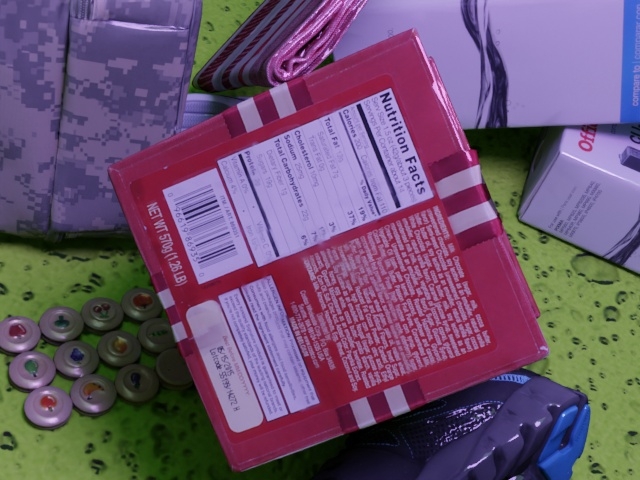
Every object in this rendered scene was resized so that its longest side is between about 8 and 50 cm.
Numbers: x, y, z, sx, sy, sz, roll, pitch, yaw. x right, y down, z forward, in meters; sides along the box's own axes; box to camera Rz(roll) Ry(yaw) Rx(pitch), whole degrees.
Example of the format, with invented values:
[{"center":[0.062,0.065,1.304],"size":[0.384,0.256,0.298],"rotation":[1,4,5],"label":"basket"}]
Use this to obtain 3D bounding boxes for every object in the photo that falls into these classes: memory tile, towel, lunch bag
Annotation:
[{"center":[-0.185,0.094,0.774],"size":[0.148,0.012,0.113],"rotation":[-13,54,-31],"label":"memory tile"},{"center":[-0.010,-0.229,0.899],"size":[0.037,0.329,0.237],"rotation":[45,82,-19],"label":"towel"},{"center":[-0.256,-0.156,0.779],"size":[0.256,0.305,0.212],"rotation":[-2,48,-24],"label":"lunch bag"}]

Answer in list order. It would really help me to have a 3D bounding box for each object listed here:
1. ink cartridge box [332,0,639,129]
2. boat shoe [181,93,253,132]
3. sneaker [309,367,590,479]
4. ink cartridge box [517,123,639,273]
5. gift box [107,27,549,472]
[{"center":[0.226,-0.269,1.063],"size":[0.395,0.166,0.285],"rotation":[-1,41,14],"label":"ink cartridge box"},{"center":[-0.072,-0.108,0.979],"size":[0.226,0.083,0.076],"rotation":[9,17,-10],"label":"boat shoe"},{"center":[0.055,0.193,0.721],"size":[0.341,0.125,0.139],"rotation":[-22,33,-34],"label":"sneaker"},{"center":[0.385,-0.063,1.068],"size":[0.273,0.114,0.197],"rotation":[23,44,4],"label":"ink cartridge box"},{"center":[0.000,0.000,0.698],"size":[0.276,0.258,0.255],"rotation":[-18,90,11],"label":"gift box"}]
